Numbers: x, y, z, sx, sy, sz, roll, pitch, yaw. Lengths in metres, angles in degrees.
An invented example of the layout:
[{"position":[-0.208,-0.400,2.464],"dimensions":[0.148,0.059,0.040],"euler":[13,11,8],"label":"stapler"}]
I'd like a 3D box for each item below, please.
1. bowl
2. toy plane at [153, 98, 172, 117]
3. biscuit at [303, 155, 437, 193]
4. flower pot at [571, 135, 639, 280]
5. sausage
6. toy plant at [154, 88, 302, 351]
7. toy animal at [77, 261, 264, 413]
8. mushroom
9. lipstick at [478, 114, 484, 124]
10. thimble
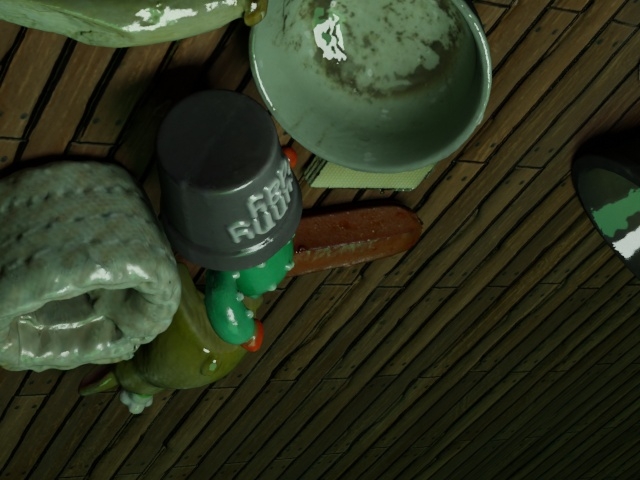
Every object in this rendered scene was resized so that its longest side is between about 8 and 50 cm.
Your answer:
[{"position":[0.073,-0.235,1.473],"dimensions":[0.289,0.146,0.289],"euler":[10,127,14],"label":"bowl"},{"position":[-0.177,-0.150,1.612],"dimensions":[0.049,0.031,0.121],"euler":[-40,148,20],"label":"toy plane"},{"position":[0.084,-0.120,1.816],"dimensions":[0.199,0.040,0.121],"euler":[1,141,-36],"label":"biscuit"},{"position":[0.613,-0.073,1.996],"dimensions":[0.251,0.379,0.379],"euler":[-41,150,-6],"label":"flower pot"},{"position":[0.000,0.000,1.901],"dimensions":[0.330,0.102,0.102],"euler":[-10,148,-21],"label":"sausage"},{"position":[-0.112,-0.025,1.625],"dimensions":[0.186,0.279,0.400],"euler":[-9,155,0],"label":"toy plant"},{"position":[-0.253,0.159,1.950],"dimensions":[0.181,0.180,0.363],"euler":[15,157,-37],"label":"toy animal"},{"position":[-0.216,-0.262,1.337],"dimensions":[0.333,0.107,0.087],"euler":[-11,175,-19],"label":"mushroom"},{"position":[0.173,-0.187,1.763],"dimensions":[0.131,0.038,0.038],"euler":[4,142,-36],"label":"lipstick"},{"position":[-0.336,0.040,1.657],"dimensions":[0.292,0.195,0.291],"euler":[-15,154,-7],"label":"thimble"}]
